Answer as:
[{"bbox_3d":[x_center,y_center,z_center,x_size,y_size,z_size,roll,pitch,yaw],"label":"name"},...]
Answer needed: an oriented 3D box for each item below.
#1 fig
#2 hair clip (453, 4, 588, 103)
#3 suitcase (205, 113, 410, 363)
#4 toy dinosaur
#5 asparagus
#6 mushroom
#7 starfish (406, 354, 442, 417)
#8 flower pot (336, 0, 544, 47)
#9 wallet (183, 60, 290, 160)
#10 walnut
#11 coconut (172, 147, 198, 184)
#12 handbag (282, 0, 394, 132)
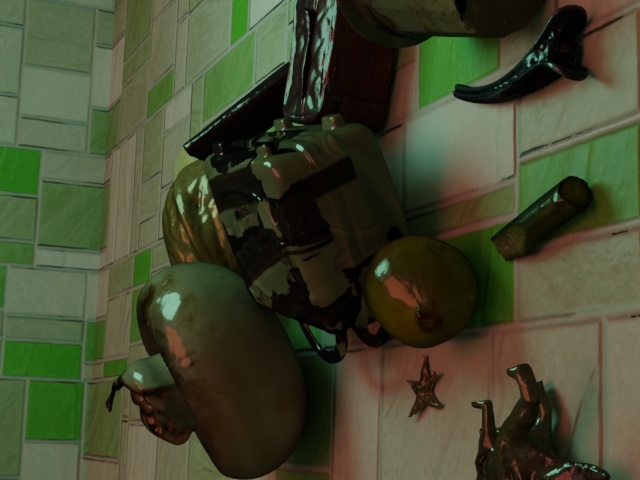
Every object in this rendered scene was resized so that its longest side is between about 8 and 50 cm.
[{"bbox_3d":[0.123,0.061,1.437,0.153,0.120,0.136,-5,117,58],"label":"fig"},{"bbox_3d":[0.218,-0.189,1.374,0.275,0.048,0.083,159,110,-66],"label":"hair clip"},{"bbox_3d":[0.000,0.000,1.651,0.351,0.194,0.339,11,122,68],"label":"suitcase"},{"bbox_3d":[0.210,0.236,1.262,0.294,0.077,0.162,112,152,-65],"label":"toy dinosaur"},{"bbox_3d":[0.233,-0.017,1.303,0.178,0.041,0.045,133,145,-57],"label":"asparagus"},{"bbox_3d":[-0.186,0.217,1.857,0.362,0.294,0.362,57,164,25],"label":"mushroom"},{"bbox_3d":[0.133,0.197,1.526,0.092,0.016,0.086,-137,54,-59],"label":"starfish"},{"bbox_3d":[0.146,-0.322,1.394,0.202,0.212,0.212,26,109,58],"label":"flower pot"},{"bbox_3d":[-0.105,-0.203,1.897,0.049,0.229,0.182,54,-169,6],"label":"wallet"},{"bbox_3d":[-0.167,-0.023,2.042,0.225,0.224,0.261,-59,40,46],"label":"walnut"},{"bbox_3d":[-0.206,-0.105,2.240,0.147,0.147,0.153,119,151,-43],"label":"coconut"},{"bbox_3d":[0.027,-0.266,1.734,0.146,0.135,0.225,15,97,62],"label":"handbag"}]
